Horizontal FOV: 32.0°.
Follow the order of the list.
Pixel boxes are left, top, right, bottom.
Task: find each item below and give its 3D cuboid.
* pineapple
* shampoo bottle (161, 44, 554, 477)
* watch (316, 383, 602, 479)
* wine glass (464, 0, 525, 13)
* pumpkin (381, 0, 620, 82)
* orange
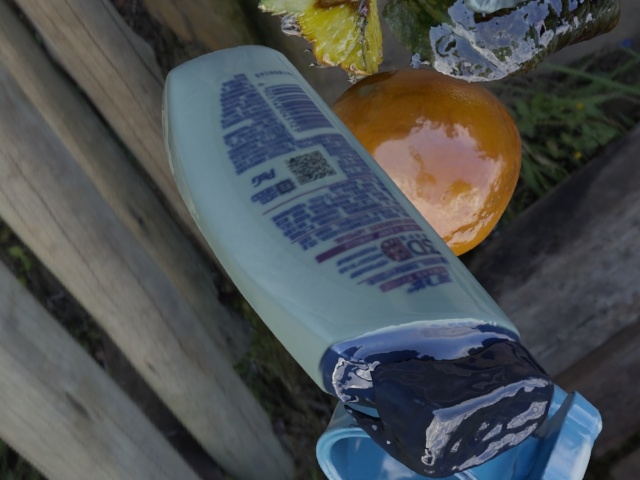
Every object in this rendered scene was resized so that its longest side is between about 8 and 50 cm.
[{"bbox_3d":[0.008,-0.336,1.642,0.164,0.250,0.140,-20,172,21],"label":"pineapple"},{"bbox_3d":[0.000,0.000,0.737,0.134,0.359,0.078,-15,137,-25],"label":"shampoo bottle"},{"bbox_3d":[0.103,0.169,0.908,0.193,0.211,0.211,26,122,6],"label":"watch"},{"bbox_3d":[0.082,-0.430,1.176,0.267,0.406,0.267,-35,154,-20],"label":"wine glass"},{"bbox_3d":[0.215,-0.256,1.257,0.278,0.163,0.111,15,148,-3],"label":"pumpkin"},{"bbox_3d":[0.124,-0.105,1.424,0.261,0.261,0.261,-14,133,-15],"label":"orange"}]
